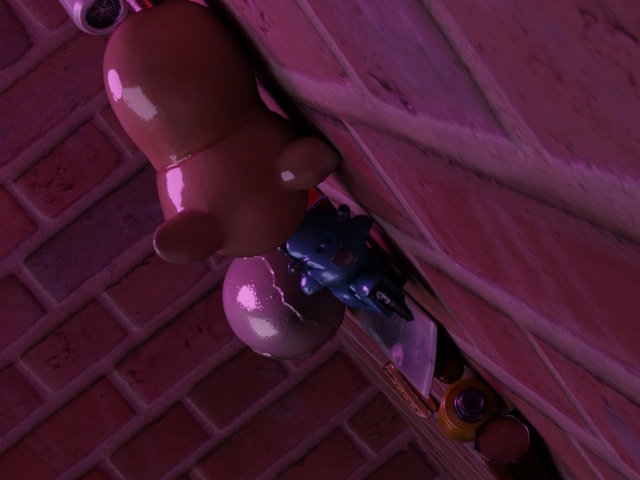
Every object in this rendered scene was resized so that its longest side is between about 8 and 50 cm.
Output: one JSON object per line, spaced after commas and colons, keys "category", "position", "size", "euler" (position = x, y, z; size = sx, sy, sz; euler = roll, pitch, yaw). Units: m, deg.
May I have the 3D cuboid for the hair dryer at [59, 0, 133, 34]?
{"category": "hair dryer", "position": [-0.350, -0.391, 2.273], "size": [0.173, 0.107, 0.357], "euler": [55, -172, 35]}

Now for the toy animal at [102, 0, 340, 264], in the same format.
{"category": "toy animal", "position": [-0.130, -0.129, 1.502], "size": [0.326, 0.237, 0.269], "euler": [60, -178, -45]}

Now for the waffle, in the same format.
{"category": "waffle", "position": [0.191, 0.311, 2.660], "size": [0.148, 0.042, 0.102], "euler": [52, 175, 4]}

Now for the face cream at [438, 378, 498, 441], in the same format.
{"category": "face cream", "position": [0.204, 0.234, 1.736], "size": [0.078, 0.078, 0.273], "euler": [50, 175, 12]}

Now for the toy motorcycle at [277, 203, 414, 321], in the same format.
{"category": "toy motorcycle", "position": [0.026, 0.028, 1.640], "size": [0.182, 0.124, 0.272], "euler": [42, 177, -15]}

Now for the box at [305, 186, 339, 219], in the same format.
{"category": "box", "position": [-0.032, -0.063, 1.901], "size": [0.175, 0.048, 0.112], "euler": [47, 173, 44]}

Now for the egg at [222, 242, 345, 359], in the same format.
{"category": "egg", "position": [-0.052, 0.085, 1.844], "size": [0.183, 0.183, 0.217], "euler": [52, 175, -13]}

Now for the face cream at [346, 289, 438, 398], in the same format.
{"category": "face cream", "position": [0.113, 0.126, 1.793], "size": [0.224, 0.070, 0.114], "euler": [-138, 47, -56]}

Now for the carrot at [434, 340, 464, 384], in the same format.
{"category": "carrot", "position": [0.155, 0.166, 1.813], "size": [0.060, 0.060, 0.186], "euler": [53, 173, -18]}

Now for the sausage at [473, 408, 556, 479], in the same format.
{"category": "sausage", "position": [0.296, 0.343, 1.751], "size": [0.082, 0.082, 0.371], "euler": [48, 175, 38]}

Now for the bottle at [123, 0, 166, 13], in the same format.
{"category": "bottle", "position": [-0.269, -0.368, 1.780], "size": [0.164, 0.060, 0.060], "euler": [51, 175, 14]}
